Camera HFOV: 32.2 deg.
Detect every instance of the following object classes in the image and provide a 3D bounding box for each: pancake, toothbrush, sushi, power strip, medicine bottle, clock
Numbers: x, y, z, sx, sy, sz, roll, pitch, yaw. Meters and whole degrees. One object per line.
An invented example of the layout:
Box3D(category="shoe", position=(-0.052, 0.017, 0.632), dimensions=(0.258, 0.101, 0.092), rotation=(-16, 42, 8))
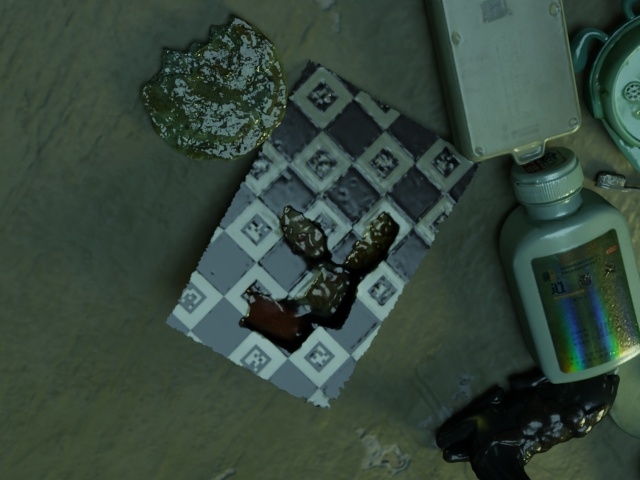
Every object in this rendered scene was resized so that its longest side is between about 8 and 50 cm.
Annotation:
Box3D(category="pancake", position=(-0.090, -0.128, 0.978), dimensions=(0.130, 0.022, 0.116), rotation=(-27, 106, 1))
Box3D(category="toothbrush", position=(0.367, -0.048, 1.125), dimensions=(0.194, 0.014, 0.017), rotation=(8, 109, -16))
Box3D(category="sushi", position=(0.000, 0.000, 1.039), dimensions=(0.193, 0.043, 0.279), rotation=(29, 88, -15))
Box3D(category="power strip", position=(0.158, -0.200, 0.991), dimensions=(0.118, 0.046, 0.270), rotation=(-17, 110, -6))
Box3D(category="medicine bottle", position=(0.244, 0.022, 1.087), dimensions=(0.121, 0.083, 0.228), rotation=(-21, 113, -1))
Box3D(category="clock", position=(0.323, -0.146, 1.039), dimensions=(0.188, 0.060, 0.148), rotation=(41, 109, -17))

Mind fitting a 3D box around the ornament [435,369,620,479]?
Box3D(category="ornament", position=(0.244, 0.234, 1.087), dimensions=(0.202, 0.236, 0.080), rotation=(-27, 125, 1))

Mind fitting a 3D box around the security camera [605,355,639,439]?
Box3D(category="security camera", position=(0.412, 0.213, 1.208), dimensions=(0.157, 0.080, 0.301), rotation=(-27, 112, -1))
